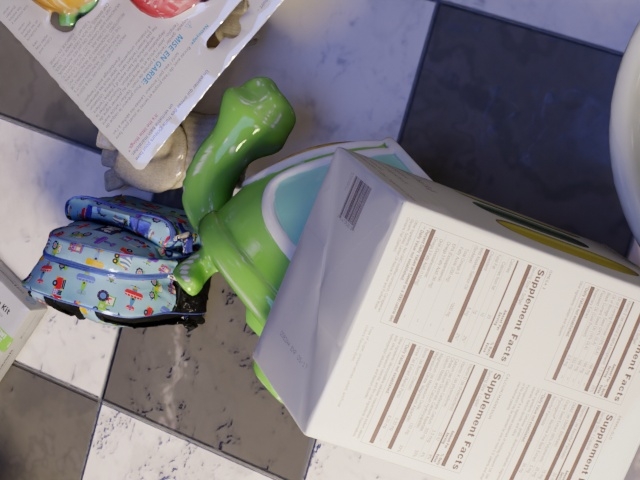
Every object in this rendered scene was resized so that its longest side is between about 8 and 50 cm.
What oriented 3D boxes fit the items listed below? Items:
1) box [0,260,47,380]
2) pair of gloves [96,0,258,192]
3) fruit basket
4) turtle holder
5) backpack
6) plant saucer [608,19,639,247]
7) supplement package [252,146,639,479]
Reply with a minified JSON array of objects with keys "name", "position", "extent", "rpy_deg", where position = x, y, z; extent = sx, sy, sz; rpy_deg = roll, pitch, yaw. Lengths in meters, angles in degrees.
[{"name":"box","position":[-0.398,0.100,2.004],"extent":[0.145,0.038,0.186],"rpy_deg":[43,108,19]},{"name":"pair of gloves","position":[-0.146,-0.166,1.860],"extent":[0.204,0.042,0.240],"rpy_deg":[-2,84,33]},{"name":"fruit basket","position":[-0.181,-0.303,1.811],"extent":[0.353,0.165,0.327],"rpy_deg":[45,106,15]},{"name":"turtle holder","position":[0.013,0.013,1.703],"extent":[0.227,0.243,0.320],"rpy_deg":[-43,39,4]},{"name":"backpack","position":[-0.204,0.022,1.825],"extent":[0.158,0.173,0.117],"rpy_deg":[17,99,27]},{"name":"plant saucer","position":[0.441,-0.085,1.497],"extent":[0.400,0.100,0.401],"rpy_deg":[-5,74,17]},{"name":"supplement package","position":[0.117,0.074,1.475],"extent":[0.262,0.199,0.198],"rpy_deg":[20,99,-19]}]
